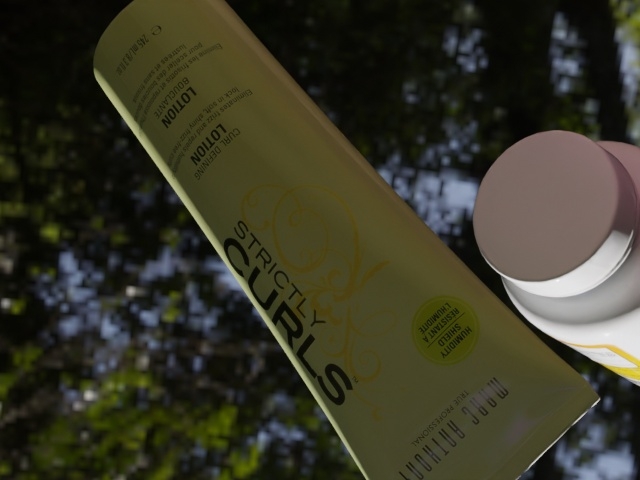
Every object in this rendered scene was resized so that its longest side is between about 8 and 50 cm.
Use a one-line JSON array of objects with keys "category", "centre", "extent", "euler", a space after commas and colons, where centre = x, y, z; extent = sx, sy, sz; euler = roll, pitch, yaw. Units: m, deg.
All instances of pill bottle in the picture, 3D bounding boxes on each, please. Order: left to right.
[{"category": "pill bottle", "centre": [0.203, 0.014, 1.225], "extent": [0.136, 0.136, 0.246], "euler": [22, 176, 38]}]

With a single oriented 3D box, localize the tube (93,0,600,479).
[{"category": "tube", "centre": [0.000, 0.000, 0.685], "extent": [0.062, 0.070, 0.240], "euler": [-26, -117, -24]}]
